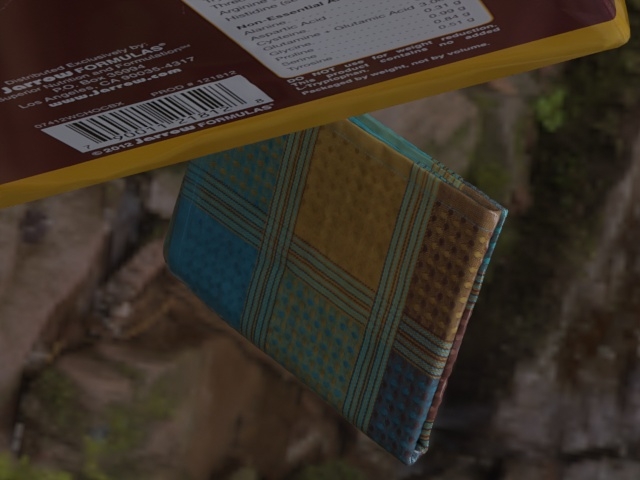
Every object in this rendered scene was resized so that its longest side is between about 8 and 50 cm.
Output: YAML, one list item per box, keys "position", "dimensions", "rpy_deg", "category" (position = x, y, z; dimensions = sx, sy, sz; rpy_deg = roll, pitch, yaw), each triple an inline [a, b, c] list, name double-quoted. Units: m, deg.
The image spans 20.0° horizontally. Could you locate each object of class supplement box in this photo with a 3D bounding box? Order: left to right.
- position: [-0.058, -0.102, 0.365]
  dimensions: [0.194, 0.191, 0.129]
  rpy_deg: [31, 48, -68]
  category: "supplement box"

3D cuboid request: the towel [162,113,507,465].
- position: [0.000, 0.000, 1.674]
  dimensions: [0.040, 0.370, 0.271]
  rpy_deg: [-10, 125, -44]
  category: "towel"
